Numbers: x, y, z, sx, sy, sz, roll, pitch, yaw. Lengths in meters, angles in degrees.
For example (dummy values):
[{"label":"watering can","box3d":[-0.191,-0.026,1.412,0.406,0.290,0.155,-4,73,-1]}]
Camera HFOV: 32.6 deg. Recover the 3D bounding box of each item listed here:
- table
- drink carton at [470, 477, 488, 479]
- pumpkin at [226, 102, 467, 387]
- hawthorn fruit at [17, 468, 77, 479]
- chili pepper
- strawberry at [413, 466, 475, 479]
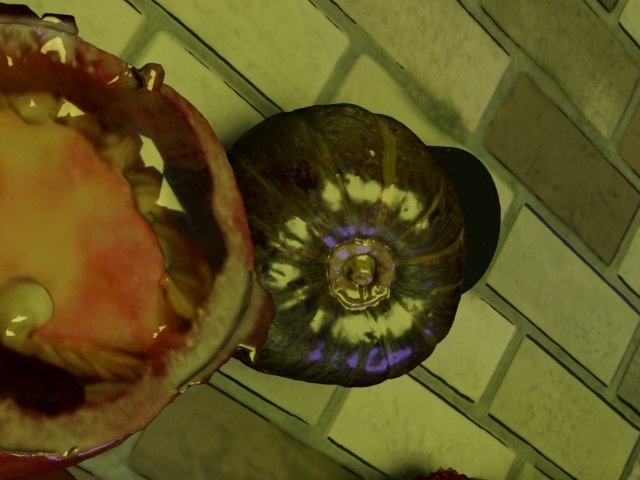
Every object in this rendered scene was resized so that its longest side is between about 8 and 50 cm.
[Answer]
[{"label":"table","box3d":[0.094,-0.016,0.939,0.134,0.043,0.133,-5,99,-36]},{"label":"drink carton","box3d":[0.243,0.333,1.047,0.271,0.108,0.161,18,85,-35]},{"label":"pumpkin","box3d":[0.000,0.000,0.816,0.219,0.162,0.218,-4,111,-11]},{"label":"hawthorn fruit","box3d":[-0.201,0.212,0.667,0.157,0.194,0.156,-4,99,-24]},{"label":"chili pepper","box3d":[-0.208,0.016,0.602,0.251,0.305,0.229,-47,112,-36]},{"label":"strawberry","box3d":[0.049,0.274,0.932,0.208,0.087,0.167,-22,131,-58]}]
